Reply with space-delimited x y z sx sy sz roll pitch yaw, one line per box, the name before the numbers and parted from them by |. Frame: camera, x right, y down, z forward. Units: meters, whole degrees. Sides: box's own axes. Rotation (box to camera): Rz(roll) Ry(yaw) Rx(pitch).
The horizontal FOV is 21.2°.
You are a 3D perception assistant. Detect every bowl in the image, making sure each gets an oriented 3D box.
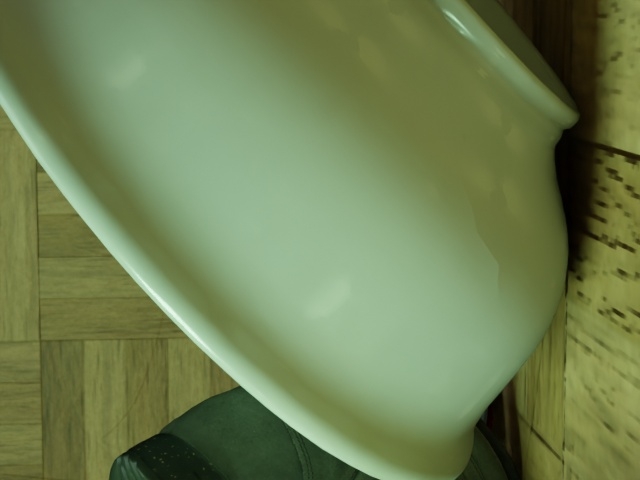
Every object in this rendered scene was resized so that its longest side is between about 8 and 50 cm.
bowl | 0.006 -0.060 0.669 0.298 0.134 0.298 45 -166 -14

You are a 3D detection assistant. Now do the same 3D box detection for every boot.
boot | 0.036 0.146 0.750 0.246 0.161 0.083 55 150 4

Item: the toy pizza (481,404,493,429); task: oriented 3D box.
toy pizza | 0.027 0.107 0.903 0.201 0.032 0.201 -33 47 45
